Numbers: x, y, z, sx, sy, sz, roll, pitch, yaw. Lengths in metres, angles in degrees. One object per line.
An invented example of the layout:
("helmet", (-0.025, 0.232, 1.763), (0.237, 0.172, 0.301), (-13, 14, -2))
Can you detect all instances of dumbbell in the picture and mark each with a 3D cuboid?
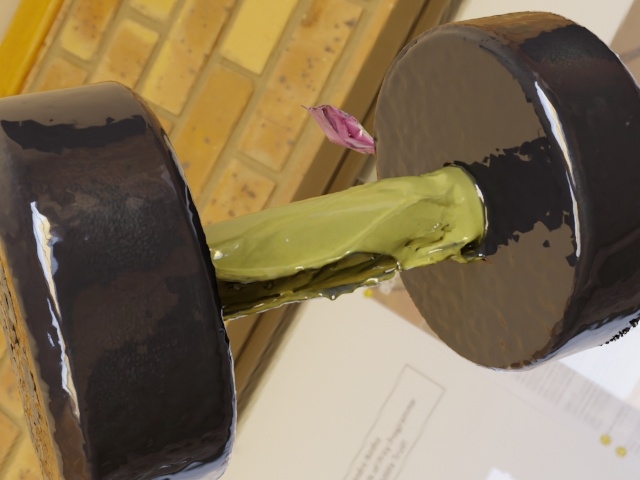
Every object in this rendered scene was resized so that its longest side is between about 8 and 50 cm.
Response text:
("dumbbell", (0.000, 0.000, 0.454), (0.322, 0.204, 0.204), (-14, -47, -23))

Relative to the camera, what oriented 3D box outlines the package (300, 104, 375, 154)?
("package", (0.020, -0.113, 0.856), (0.083, 0.059, 0.029), (35, -97, -27))
